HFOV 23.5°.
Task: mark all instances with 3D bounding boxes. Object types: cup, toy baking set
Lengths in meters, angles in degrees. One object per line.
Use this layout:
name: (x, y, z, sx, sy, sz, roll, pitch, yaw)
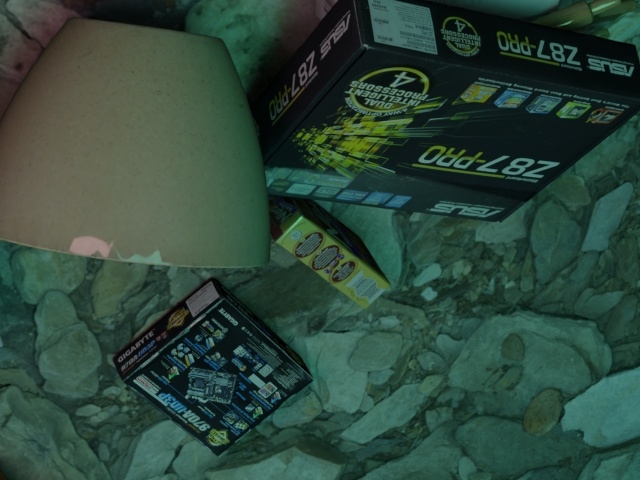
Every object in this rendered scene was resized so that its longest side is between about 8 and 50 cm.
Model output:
cup: (-0.203, -0.113, 1.663, 0.331, 0.331, 0.237, 5, 97, -28)
toy baking set: (0.267, -0.226, 1.888, 0.256, 0.030, 0.197, -22, 164, -5)

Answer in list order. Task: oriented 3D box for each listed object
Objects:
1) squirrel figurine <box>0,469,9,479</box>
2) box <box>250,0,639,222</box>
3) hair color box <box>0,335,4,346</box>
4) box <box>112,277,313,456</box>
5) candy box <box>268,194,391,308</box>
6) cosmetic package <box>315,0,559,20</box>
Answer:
squirrel figurine: (-0.498, 0.492, 1.977, 0.397, 0.281, 0.370, 31, 113, -35)
box: (0.135, -0.149, 1.821, 0.395, 0.097, 0.318, 7, 152, -29)
hair color box: (-0.457, -0.056, 1.638, 0.113, 0.185, 0.374, -21, 130, -12)
box: (-0.139, 0.172, 2.042, 0.175, 0.051, 0.220, -40, 131, 6)
candy box: (0.000, 0.000, 1.942, 0.053, 0.109, 0.186, -45, 130, 11)
cosmetic package: (0.146, -0.418, 1.710, 0.284, 0.097, 0.377, -9, 128, -17)
